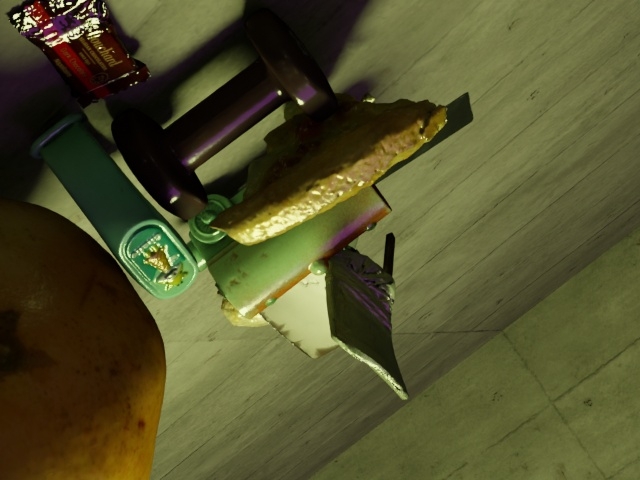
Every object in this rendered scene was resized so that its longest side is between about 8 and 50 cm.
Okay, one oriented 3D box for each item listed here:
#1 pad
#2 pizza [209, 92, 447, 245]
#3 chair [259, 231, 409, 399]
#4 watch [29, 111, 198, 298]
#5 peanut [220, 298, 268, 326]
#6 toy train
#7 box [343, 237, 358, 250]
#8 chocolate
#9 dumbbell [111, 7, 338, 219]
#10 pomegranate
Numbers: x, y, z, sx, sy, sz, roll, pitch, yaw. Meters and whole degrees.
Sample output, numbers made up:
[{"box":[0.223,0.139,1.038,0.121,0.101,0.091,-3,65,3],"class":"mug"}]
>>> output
[{"box":[0.150,-0.152,1.767,0.193,0.004,0.116,-34,161,0],"class":"pad"},{"box":[-0.014,-0.112,1.328,0.280,0.075,0.288,-33,-155,2],"class":"pizza"},{"box":[0.012,0.092,1.572,0.186,0.319,0.160,-28,126,25],"class":"chair"},{"box":[-0.211,-0.039,1.203,0.068,0.195,0.237,-39,149,-3],"class":"watch"},{"box":[-0.061,0.075,1.854,0.206,0.087,0.087,-27,160,-13],"class":"peanut"},{"box":[-0.042,-0.025,1.513,0.285,0.177,0.116,-37,159,6],"class":"toy train"},{"box":[0.000,0.000,1.786,0.122,0.084,0.069,-20,147,-33],"class":"box"},{"box":[-0.222,-0.182,1.092,0.086,0.028,0.182,-26,160,3],"class":"chocolate"},{"box":[-0.102,-0.134,1.241,0.225,0.124,0.140,-36,160,9],"class":"dumbbell"},{"box":[-0.361,0.165,1.159,0.416,0.417,0.417,-29,160,-12],"class":"pomegranate"}]
